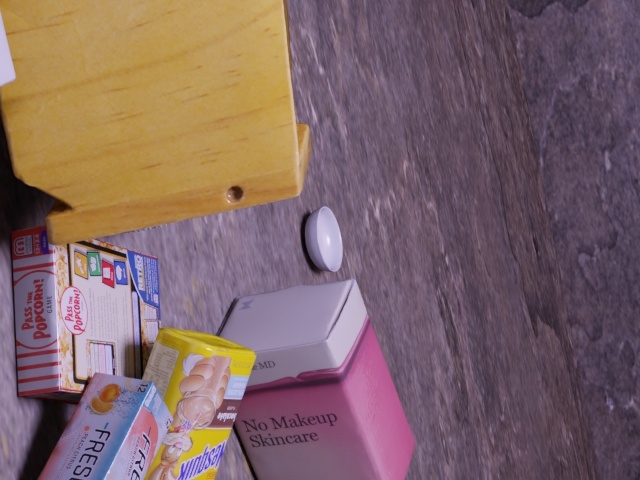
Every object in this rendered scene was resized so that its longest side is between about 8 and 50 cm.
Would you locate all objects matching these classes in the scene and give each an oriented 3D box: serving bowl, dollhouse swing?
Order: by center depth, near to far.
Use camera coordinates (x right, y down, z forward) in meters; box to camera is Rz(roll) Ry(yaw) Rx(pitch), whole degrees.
[{"bbox_3d":[-0.152,-0.234,1.481,0.305,0.315,0.346,-126,-154,-62],"label":"dollhouse swing"},{"bbox_3d":[0.000,0.000,2.085,0.083,0.027,0.083,-9,90,-69],"label":"serving bowl"}]

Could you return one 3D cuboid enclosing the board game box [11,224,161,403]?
[{"bbox_3d":[-0.206,0.074,1.498,0.193,0.045,0.146,24,59,-65],"label":"board game box"}]

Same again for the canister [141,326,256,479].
[{"bbox_3d":[-0.129,0.170,1.519,0.126,0.073,0.170,16,93,-66],"label":"canister"}]

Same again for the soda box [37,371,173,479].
[{"bbox_3d":[-0.192,0.201,1.390,0.058,0.063,0.183,69,37,-47],"label":"soda box"}]

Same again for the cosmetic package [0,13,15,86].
[{"bbox_3d":[-0.337,-0.184,1.128,0.224,0.138,0.224,-50,131,-65],"label":"cosmetic package"}]

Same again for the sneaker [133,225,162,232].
[{"bbox_3d":[-0.141,-0.127,1.675,0.293,0.102,0.146,-56,131,-61],"label":"sneaker"}]

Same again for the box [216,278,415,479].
[{"bbox_3d":[-0.007,0.178,1.821,0.127,0.149,0.232,-65,139,-55],"label":"box"}]
